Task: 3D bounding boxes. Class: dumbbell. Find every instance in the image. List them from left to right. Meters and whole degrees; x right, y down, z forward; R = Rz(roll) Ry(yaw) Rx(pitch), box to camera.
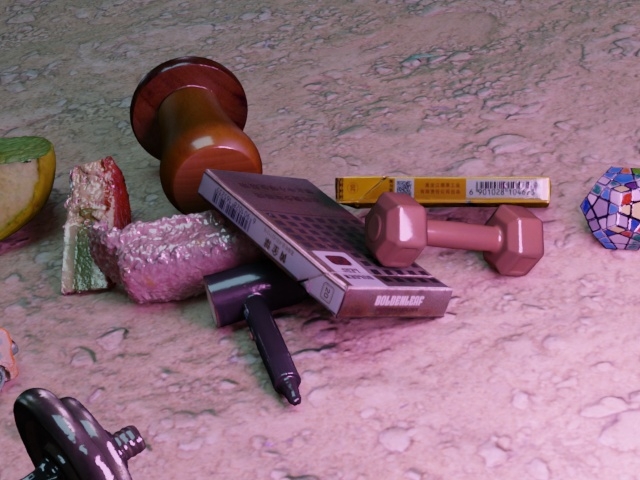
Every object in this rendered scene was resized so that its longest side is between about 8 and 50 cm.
[{"bbox_3d":[-0.292,0.258,1.010,0.290,0.192,0.192,-29,35,-28],"label":"dumbbell"},{"bbox_3d":[0.166,-0.007,1.328,0.231,0.092,0.082,4,50,-25],"label":"dumbbell"}]

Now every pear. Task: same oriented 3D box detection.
[{"bbox_3d":[-0.549,-0.085,1.703,0.288,0.139,0.239,-11,27,-4],"label":"pear"}]

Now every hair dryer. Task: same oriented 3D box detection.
[{"bbox_3d":[-0.050,0.112,1.312,0.128,0.070,0.255,-17,39,-12],"label":"hair dryer"}]

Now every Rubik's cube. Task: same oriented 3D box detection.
[{"bbox_3d":[0.389,-0.041,1.379,0.093,0.111,0.111,0,22,-34],"label":"Rubik's cube"}]

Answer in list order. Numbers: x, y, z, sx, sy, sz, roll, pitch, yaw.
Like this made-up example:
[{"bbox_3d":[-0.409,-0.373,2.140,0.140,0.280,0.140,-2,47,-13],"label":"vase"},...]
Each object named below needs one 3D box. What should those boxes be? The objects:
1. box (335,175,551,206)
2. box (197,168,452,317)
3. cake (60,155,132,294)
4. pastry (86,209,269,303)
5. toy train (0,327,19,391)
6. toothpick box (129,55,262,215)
[{"bbox_3d":[0.170,-0.064,1.456,0.279,0.041,0.153,1,0,12],"label":"box"},{"bbox_3d":[-0.001,0.000,1.366,0.180,0.047,0.325,4,26,-41],"label":"box"},{"bbox_3d":[-0.327,-0.003,1.594,0.086,0.117,0.220,-10,64,6],"label":"cake"},{"bbox_3d":[-0.188,0.022,1.446,0.265,0.103,0.112,-4,38,6],"label":"pastry"},{"bbox_3d":[-0.453,0.164,1.301,0.072,0.099,0.188,15,40,36],"label":"toy train"},{"bbox_3d":[-0.189,-0.162,1.676,0.192,0.192,0.294,-16,37,-9],"label":"toothpick box"}]
